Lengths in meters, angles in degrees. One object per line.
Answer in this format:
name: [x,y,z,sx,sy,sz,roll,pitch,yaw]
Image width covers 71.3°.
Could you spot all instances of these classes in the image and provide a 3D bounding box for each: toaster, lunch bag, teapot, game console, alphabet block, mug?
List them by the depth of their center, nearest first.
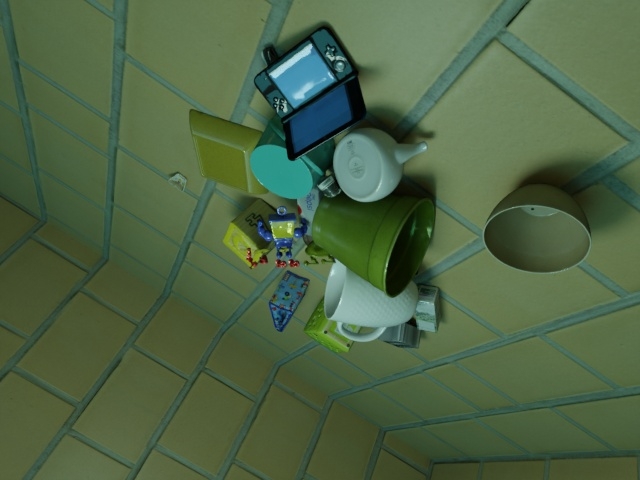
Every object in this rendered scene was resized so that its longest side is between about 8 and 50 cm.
game console: [-0.040,-0.426,1.319,0.293,0.173,0.250,-25,120,29]
teapot: [0.176,-0.250,1.454,0.256,0.187,0.252,40,132,30]
mug: [0.198,0.258,1.832,0.329,0.276,0.373,13,114,-12]
alphabet block: [-0.288,-0.031,1.988,0.193,0.197,0.192,41,145,3]
toaster: [0.395,0.460,2.198,0.186,0.110,0.168,-10,152,44]
lunch bag: [-0.174,0.342,2.379,0.138,0.220,0.293,22,144,9]

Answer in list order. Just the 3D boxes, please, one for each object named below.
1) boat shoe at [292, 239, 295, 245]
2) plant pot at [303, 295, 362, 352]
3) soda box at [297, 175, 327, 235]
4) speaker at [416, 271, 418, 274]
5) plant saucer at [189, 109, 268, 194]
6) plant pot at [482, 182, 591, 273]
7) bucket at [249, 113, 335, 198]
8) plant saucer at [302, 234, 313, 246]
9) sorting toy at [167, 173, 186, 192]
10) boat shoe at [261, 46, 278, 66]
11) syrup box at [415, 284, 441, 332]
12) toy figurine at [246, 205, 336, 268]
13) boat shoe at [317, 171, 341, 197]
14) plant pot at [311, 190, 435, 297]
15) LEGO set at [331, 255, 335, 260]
boat shoe: [-0.163,-0.010,2.099,0.035,0.035,0.100,-20,129,44]
plant pot: [0.081,0.430,2.265,0.227,0.228,0.207,35,164,-11]
soda box: [-0.031,-0.139,1.798,0.098,0.091,0.286,18,144,15]
speaker: [0.343,0.119,1.896,0.136,0.055,0.055,-2,134,36]
plant saucer: [-0.382,-0.331,1.809,0.333,0.080,0.332,20,143,12]
plant pot: [0.652,-0.063,1.343,0.285,0.190,0.284,18,143,14]
bucket: [-0.101,-0.294,1.573,0.282,0.183,0.281,18,144,13]
plant saucer: [0.000,0.000,2.004,0.169,0.029,0.168,19,143,15]
sorting toy: [-0.664,-0.280,2.100,0.083,0.044,0.075,38,136,-13]
boat shoe: [-0.141,-0.548,1.408,0.038,0.046,0.125,0,128,41]
syrup box: [0.480,0.307,2.001,0.093,0.096,0.236,7,139,25]
toy figurine: [-0.117,-0.027,1.745,0.363,0.191,0.217,-3,109,-3]
boat shoe: [0.034,-0.186,1.559,0.078,0.219,0.070,-37,98,12]
plant pot: [0.171,-0.032,1.615,0.353,0.366,0.366,24,146,28]
LEGO set: [0.142,0.087,1.959,0.227,0.093,0.087,-17,125,45]
